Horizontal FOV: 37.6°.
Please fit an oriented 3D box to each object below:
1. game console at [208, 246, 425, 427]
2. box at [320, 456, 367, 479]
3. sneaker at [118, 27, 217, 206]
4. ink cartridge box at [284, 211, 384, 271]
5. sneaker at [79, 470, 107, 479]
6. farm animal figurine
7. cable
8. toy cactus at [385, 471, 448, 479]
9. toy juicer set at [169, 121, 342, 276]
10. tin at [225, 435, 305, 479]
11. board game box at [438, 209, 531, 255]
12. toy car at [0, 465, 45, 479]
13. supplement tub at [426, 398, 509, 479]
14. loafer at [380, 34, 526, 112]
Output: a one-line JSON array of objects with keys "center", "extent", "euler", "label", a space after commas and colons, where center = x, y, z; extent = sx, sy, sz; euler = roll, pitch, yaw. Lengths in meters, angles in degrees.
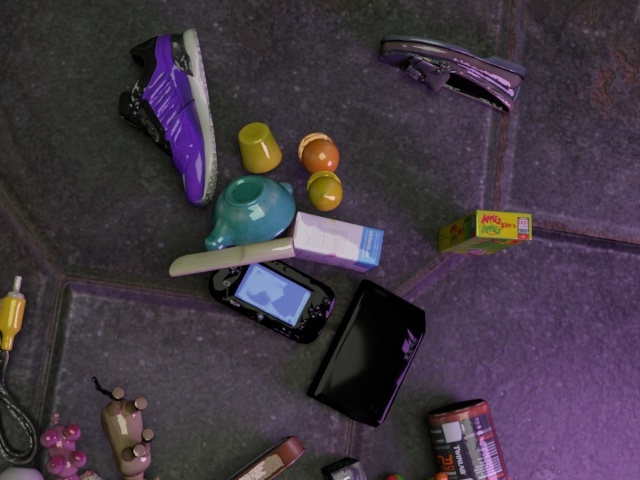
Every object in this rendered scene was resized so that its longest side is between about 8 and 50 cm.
[{"center": [-0.014, 0.135, 1.521], "extent": [0.361, 0.044, 0.213], "euler": [29, 77, -11], "label": "game console"}, {"center": [0.041, 0.382, 1.486], "extent": [0.052, 0.083, 0.062], "euler": [-21, 86, -14], "label": "box"}, {"center": [-0.248, -0.190, 1.515], "extent": [0.146, 0.102, 0.293], "euler": [-8, 79, -6], "label": "sneaker"}, {"center": [0.000, 0.000, 1.526], "extent": [0.181, 0.104, 0.062], "euler": [12, 79, -10], "label": "ink cartridge box"}, {"center": [-0.325, 0.380, 1.426], "extent": [0.134, 0.051, 0.070], "euler": [-10, 89, -9], "label": "sneaker"}, {"center": [-0.292, 0.408, 1.313], "extent": [0.326, 0.172, 0.330], "euler": [38, 56, 2], "label": "farm animal figurine"}, {"center": [-0.500, 0.197, 1.408], "extent": [0.139, 0.072, 0.287], "euler": [-8, 83, -7], "label": "cable"}, {"center": [0.142, 0.446, 1.441], "extent": [0.180, 0.112, 0.219], "euler": [-6, 49, -31], "label": "toy cactus"}, {"center": [-0.072, -0.043, 1.444], "extent": [0.209, 0.089, 0.329], "euler": [6, 50, 20], "label": "toy juicer set"}, {"center": [-0.108, 0.365, 1.448], "extent": [0.189, 0.106, 0.040], "euler": [-35, 82, -15], "label": "tin"}, {"center": [0.266, -0.010, 1.543], "extent": [0.092, 0.181, 0.043], "euler": [3, 81, -11], "label": "board game box"}, {"center": [-0.481, 0.405, 1.346], "extent": [0.182, 0.136, 0.159], "euler": [6, 80, -11], "label": "toy car"}, {"center": [0.245, 0.363, 1.520], "extent": [0.106, 0.106, 0.198], "euler": [-14, 84, -13], "label": "supplement tub"}, {"center": [0.228, -0.288, 1.628], "extent": [0.267, 0.096, 0.084], "euler": [11, 85, -12], "label": "loafer"}]
